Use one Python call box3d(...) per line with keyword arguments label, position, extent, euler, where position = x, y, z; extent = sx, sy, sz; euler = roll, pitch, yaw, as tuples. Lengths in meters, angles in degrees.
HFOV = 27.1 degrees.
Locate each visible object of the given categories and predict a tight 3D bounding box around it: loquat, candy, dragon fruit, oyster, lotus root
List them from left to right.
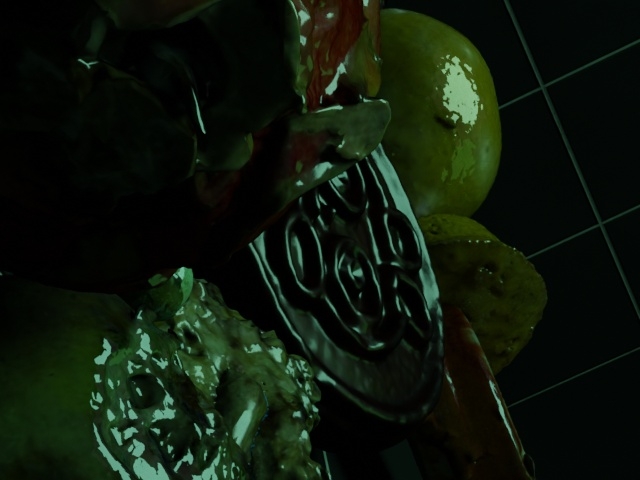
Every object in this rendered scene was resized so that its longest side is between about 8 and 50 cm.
box3d(label="candy", position=(-0.155, -0.022, 0.874), extent=(0.202, 0.061, 0.061), euler=(50, 14, -31))
box3d(label="dragon fruit", position=(-0.104, -0.115, 0.614), extent=(0.342, 0.277, 0.277), euler=(-93, 157, -56))
box3d(label="lotus root", position=(-0.097, 0.095, 0.672), extent=(0.183, 0.078, 0.204), euler=(43, 23, -49))
box3d(label="oyster", position=(-0.053, 0.117, 0.977), extent=(0.223, 0.083, 0.214), euler=(57, 6, -9))
box3d(label="loquat", position=(0.070, -0.143, 1.709), extent=(0.359, 0.328, 0.328), euler=(20, 44, -64))

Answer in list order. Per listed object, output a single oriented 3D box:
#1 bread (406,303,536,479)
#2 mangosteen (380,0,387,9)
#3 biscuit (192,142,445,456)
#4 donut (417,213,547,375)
box3d(label="bread", position=(0.161, 0.234, 1.494), extent=(0.295, 0.114, 0.328), euler=(-109, 176, -81))
box3d(label="mangosteen", position=(-0.014, -0.406, 2.024), extent=(0.297, 0.313, 0.297), euler=(158, -90, -86))
box3d(label="biscuit", position=(0.000, 0.000, 1.250), extent=(0.407, 0.091, 0.407), euler=(45, 31, -37))
box3d(label="donut", position=(0.132, 0.086, 1.645), extent=(0.277, 0.277, 0.108), euler=(57, -1, -43))
